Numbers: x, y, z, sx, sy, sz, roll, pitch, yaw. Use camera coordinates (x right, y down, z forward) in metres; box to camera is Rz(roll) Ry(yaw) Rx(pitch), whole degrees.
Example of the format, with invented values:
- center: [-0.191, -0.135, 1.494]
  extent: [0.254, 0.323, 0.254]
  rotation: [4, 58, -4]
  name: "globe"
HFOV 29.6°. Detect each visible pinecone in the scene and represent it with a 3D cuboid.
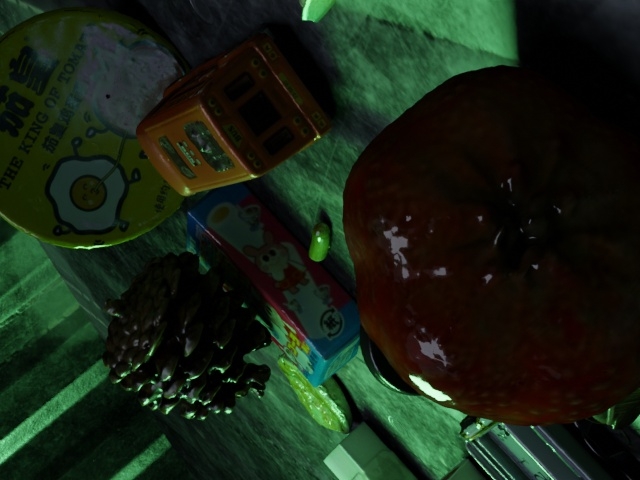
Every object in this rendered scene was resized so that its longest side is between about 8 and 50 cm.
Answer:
- center: [-0.200, 0.148, 1.758]
  extent: [0.243, 0.243, 0.257]
  rotation: [26, 154, 50]
  name: "pinecone"

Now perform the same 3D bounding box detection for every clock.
- center: [0.283, 0.272, 1.419]
  extent: [0.253, 0.083, 0.186]
  rotation: [47, 161, 9]
  name: "clock"

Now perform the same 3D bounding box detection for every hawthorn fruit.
- center: [0.154, 0.016, 1.008]
  extent: [0.287, 0.287, 0.330]
  rotation: [47, 176, 9]
  name: "hawthorn fruit"

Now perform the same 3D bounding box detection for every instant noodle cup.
- center: [-0.333, -0.144, 1.717]
  extent: [0.326, 0.325, 0.254]
  rotation: [52, 169, -5]
  name: "instant noodle cup"

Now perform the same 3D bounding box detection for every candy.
- center: [-0.068, 0.062, 1.794]
  extent: [0.306, 0.100, 0.157]
  rotation: [47, 162, 12]
  name: "candy"

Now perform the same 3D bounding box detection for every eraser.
- center: [0.171, 0.492, 2.076]
  extent: [0.397, 0.082, 0.213]
  rotation: [47, 160, 10]
  name: "eraser"

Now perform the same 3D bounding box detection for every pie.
- center: [-0.007, 0.262, 2.113]
  extent: [0.187, 0.041, 0.187]
  rotation: [43, 160, 20]
  name: "pie"

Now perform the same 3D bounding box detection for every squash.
- center: [0.000, 0.000, 1.634]
  extent: [0.027, 0.027, 0.083]
  rotation: [45, 160, 14]
  name: "squash"

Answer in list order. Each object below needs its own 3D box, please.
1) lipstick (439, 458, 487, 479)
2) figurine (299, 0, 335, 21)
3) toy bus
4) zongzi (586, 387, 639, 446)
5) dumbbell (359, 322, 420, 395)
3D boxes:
- center: [0.292, 0.467, 1.754]
  extent: [0.327, 0.087, 0.087]
  rotation: [48, 161, 5]
  name: "lipstick"
- center: [-0.015, -0.254, 1.139]
  extent: [0.083, 0.083, 0.187]
  rotation: [51, 171, -3]
  name: "figurine"
- center: [-0.119, -0.139, 1.451]
  extent: [0.143, 0.153, 0.329]
  rotation: [53, 161, -14]
  name: "toy bus"
- center: [0.314, 0.128, 1.124]
  extent: [0.184, 0.084, 0.187]
  rotation: [8, 148, 35]
  name: "zongzi"
- center: [0.140, 0.106, 1.339]
  extent: [0.143, 0.143, 0.325]
  rotation: [54, 161, -11]
  name: "dumbbell"
